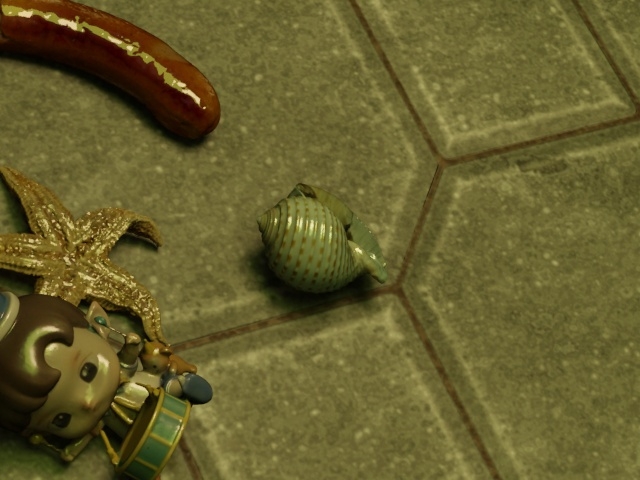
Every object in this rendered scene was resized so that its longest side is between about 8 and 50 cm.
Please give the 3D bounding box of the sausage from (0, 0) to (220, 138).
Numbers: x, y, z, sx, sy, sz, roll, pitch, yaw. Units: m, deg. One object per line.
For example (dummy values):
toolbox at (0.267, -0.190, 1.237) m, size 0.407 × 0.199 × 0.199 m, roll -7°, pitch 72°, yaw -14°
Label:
sausage at (-0.250, -0.213, 2.031) m, size 0.302 × 0.076 × 0.103 m, roll 23°, pitch 61°, yaw -6°

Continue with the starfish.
starfish at (-0.279, 0.027, 1.889) m, size 0.236 × 0.062 × 0.277 m, roll -38°, pitch 82°, yaw -30°

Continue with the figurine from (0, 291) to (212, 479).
figurine at (-0.253, 0.139, 1.748) m, size 0.276 × 0.158 × 0.161 m, roll 26°, pitch 96°, yaw -10°

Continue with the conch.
conch at (-0.006, 0.002, 1.977) m, size 0.153 × 0.102 × 0.135 m, roll 41°, pitch 32°, yaw -36°
